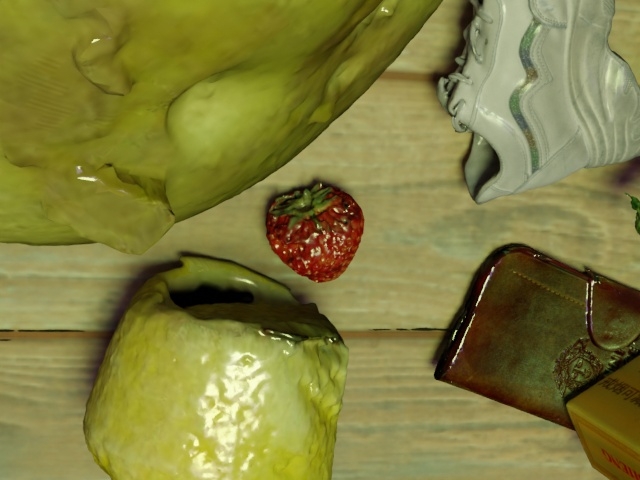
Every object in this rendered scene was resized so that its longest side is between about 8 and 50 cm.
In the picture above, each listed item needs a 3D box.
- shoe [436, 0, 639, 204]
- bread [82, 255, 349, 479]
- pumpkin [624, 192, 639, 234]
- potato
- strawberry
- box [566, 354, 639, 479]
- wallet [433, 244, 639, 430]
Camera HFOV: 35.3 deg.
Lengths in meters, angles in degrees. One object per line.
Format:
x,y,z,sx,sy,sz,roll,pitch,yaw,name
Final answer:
0.136,-0.136,0.704,0.137,0.095,0.245,-29,121,-3,shoe
-0.065,0.117,0.718,0.197,0.197,0.171,15,101,-18,bread
0.335,-0.064,0.703,0.247,0.248,0.248,-4,112,-11,pumpkin
-0.065,-0.181,0.490,0.442,0.385,0.319,-42,127,18,potato
0.000,0.000,0.745,0.073,0.073,0.083,-22,128,-3,strawberry
0.356,0.113,0.782,0.274,0.174,0.076,-30,109,-10,box
0.226,0.097,0.850,0.255,0.031,0.137,23,100,-22,wallet
